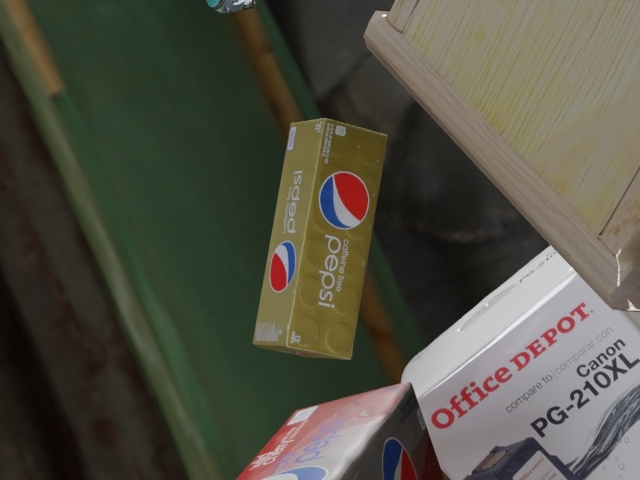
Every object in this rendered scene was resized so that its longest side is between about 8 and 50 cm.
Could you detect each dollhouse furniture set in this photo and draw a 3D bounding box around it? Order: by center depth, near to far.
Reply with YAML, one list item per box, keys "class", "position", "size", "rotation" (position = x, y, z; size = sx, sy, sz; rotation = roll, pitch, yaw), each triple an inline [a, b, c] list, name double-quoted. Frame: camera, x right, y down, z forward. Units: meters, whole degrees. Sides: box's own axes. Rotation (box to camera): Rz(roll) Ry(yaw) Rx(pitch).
- class: "dollhouse furniture set"
  position: [0.259, -0.114, 0.765]
  size: [0.394, 0.256, 0.362]
  rotation: [5, -146, -39]

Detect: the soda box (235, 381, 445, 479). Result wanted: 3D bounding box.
- class: "soda box"
  position: [0.000, 0.167, 1.091]
  size: [0.263, 0.083, 0.092]
  rotation: [-40, -67, -69]

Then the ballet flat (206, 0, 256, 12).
- class: "ballet flat"
  position: [-0.060, -0.310, 1.998]
  size: [0.070, 0.188, 0.070]
  rotation: [16, -134, -17]

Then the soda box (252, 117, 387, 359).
- class: "soda box"
  position: [0.000, 0.000, 1.513]
  size: [0.061, 0.058, 0.181]
  rotation: [13, -97, -29]

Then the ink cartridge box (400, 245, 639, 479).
- class: "ink cartridge box"
  position: [0.190, 0.139, 1.342]
  size: [0.237, 0.172, 0.100]
  rotation: [48, -165, -7]
